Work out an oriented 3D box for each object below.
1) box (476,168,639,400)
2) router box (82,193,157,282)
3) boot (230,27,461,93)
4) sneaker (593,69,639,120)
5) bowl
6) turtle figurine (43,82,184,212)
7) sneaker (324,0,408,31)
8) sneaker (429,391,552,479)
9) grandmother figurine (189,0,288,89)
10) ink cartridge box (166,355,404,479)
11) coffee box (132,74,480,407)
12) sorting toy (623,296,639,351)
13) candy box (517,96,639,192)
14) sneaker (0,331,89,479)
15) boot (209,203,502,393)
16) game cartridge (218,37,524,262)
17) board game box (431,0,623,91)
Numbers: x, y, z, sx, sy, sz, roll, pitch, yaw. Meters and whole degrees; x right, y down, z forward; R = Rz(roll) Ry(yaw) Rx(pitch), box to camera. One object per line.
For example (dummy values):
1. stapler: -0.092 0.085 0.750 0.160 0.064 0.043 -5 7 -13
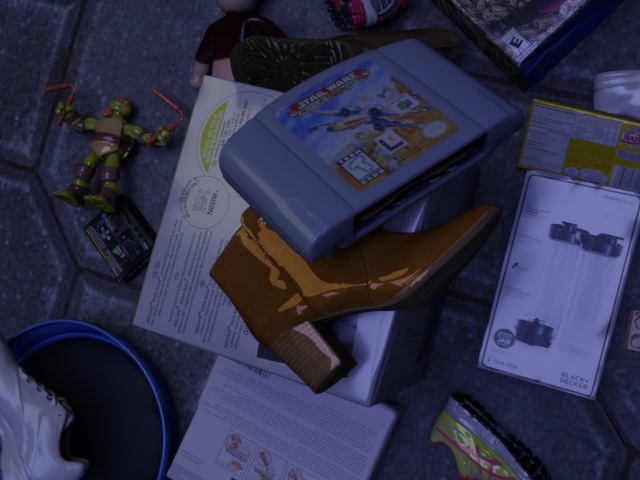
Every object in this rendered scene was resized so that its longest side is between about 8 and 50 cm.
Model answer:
1. box: 0.339 0.059 1.174 0.169 0.087 0.290 13 90 19
2. router box: -0.334 -0.003 1.421 0.092 0.038 0.122 -40 74 10
3. boot: 0.039 -0.262 1.221 0.236 0.269 0.089 12 113 35
4. sneaker: 0.492 -0.195 1.164 0.212 0.080 0.094 0 97 25
5. bowl: -0.417 0.327 1.398 0.391 0.077 0.391 -2 85 17
6. turtle figurine: -0.374 -0.162 1.420 0.269 0.087 0.217 14 74 12
7. sneaker: 0.040 -0.467 1.317 0.112 0.121 0.299 -16 78 -14
8. sneaker: 0.243 0.319 1.193 0.208 0.081 0.094 44 106 23
9. grandmother figurine: -0.135 -0.291 1.350 0.208 0.104 0.342 -1 85 23
10. ink cartridge box: -0.058 0.311 1.289 0.296 0.066 0.261 25 93 19
11. coffee box: 0.000 0.000 1.156 0.334 0.337 0.338 16 91 18
12. sorting toy: 0.462 0.116 1.169 0.062 0.012 0.083 10 92 23
13. candy box: 0.393 -0.130 1.186 0.206 0.027 0.105 17 114 18
14. sneaker: -0.465 0.273 1.338 0.129 0.111 0.297 -26 81 -2
15. boot: 0.028 0.002 0.920 0.295 0.104 0.211 -42 69 4
16. game cartridge: 0.048 -0.114 0.917 0.297 0.062 0.198 -33 59 -20
17. board game box: 0.278 -0.408 1.208 0.232 0.141 0.291 -44 74 9
